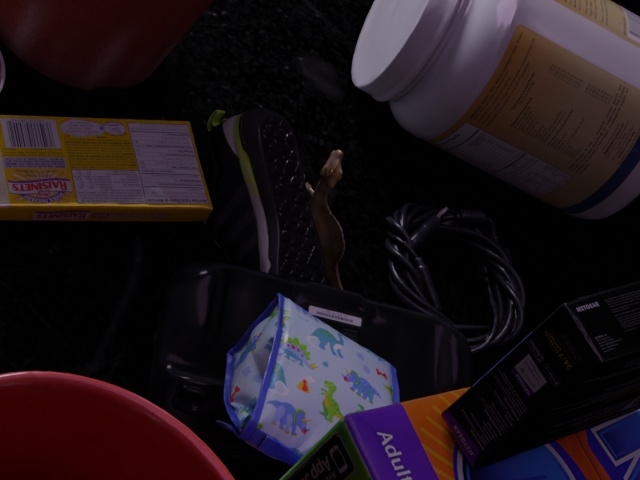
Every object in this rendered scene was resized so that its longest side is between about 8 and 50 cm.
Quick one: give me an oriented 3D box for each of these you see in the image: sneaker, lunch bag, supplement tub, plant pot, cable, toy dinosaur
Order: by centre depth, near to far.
[{"bbox_3d":[-0.204,0.256,0.999,0.275,0.243,0.275,20,47,-23],"label":"plant pot"},{"bbox_3d":[-0.008,0.137,1.241,0.129,0.096,0.151,31,23,-17],"label":"lunch bag"},{"bbox_3d":[-0.061,-0.009,1.457,0.084,0.097,0.235,4,77,-55],"label":"sneaker"},{"bbox_3d":[-0.185,-0.297,1.462,0.272,0.265,0.272,21,45,-22],"label":"plant pot"},{"bbox_3d":[0.000,0.000,1.489,0.053,0.183,0.092,-21,27,-27],"label":"toy dinosaur"},{"bbox_3d":[0.135,0.034,1.583,0.150,0.047,0.184,17,48,-24],"label":"cable"},{"bbox_3d":[0.215,-0.183,1.689,0.316,0.228,0.228,26,44,-17],"label":"supplement tub"}]

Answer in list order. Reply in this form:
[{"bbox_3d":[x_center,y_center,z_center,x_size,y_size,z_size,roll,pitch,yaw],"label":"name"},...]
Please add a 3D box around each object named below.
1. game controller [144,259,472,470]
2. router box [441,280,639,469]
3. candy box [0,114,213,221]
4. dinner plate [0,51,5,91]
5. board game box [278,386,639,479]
[{"bbox_3d":[-0.001,0.122,1.377,0.319,0.067,0.166,16,63,-27],"label":"game controller"},{"bbox_3d":[0.180,0.075,0.980,0.179,0.133,0.046,-11,63,-42],"label":"router box"},{"bbox_3d":[-0.205,-0.065,1.407,0.206,0.027,0.105,0,56,-25],"label":"candy box"},{"bbox_3d":[-0.354,-0.166,1.412,0.141,0.017,0.141,20,45,-21],"label":"dinner plate"},{"bbox_3d":[0.135,0.331,1.099,0.356,0.356,0.356,-6,60,-39],"label":"board game box"}]
